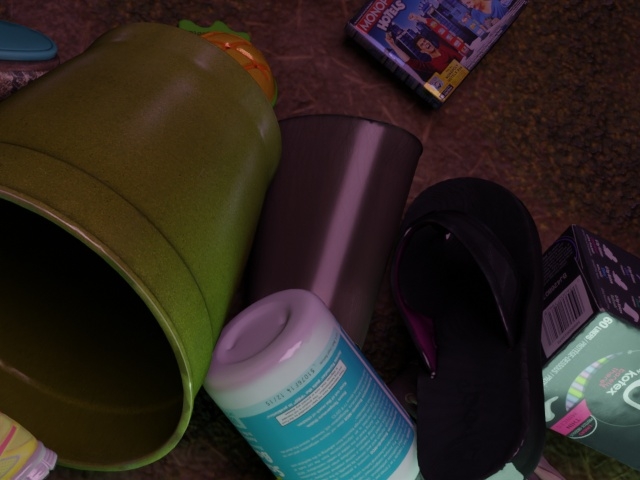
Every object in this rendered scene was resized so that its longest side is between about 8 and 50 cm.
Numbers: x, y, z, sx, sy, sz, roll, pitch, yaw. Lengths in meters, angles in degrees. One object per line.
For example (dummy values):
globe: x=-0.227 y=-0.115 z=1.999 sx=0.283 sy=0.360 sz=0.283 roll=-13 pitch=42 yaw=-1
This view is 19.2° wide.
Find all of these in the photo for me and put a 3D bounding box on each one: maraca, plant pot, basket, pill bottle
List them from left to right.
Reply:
plant pot: x=-0.214 y=-0.024 z=1.880 sx=0.366 sy=0.366 sz=0.353 roll=35 pitch=48 yaw=-2
maraca: x=-0.115 y=-0.188 z=2.106 sx=0.127 sy=0.099 sz=0.185 roll=3 pitch=41 yaw=-21
basket: x=0.000 y=0.000 z=2.025 sx=0.154 sy=0.204 sz=0.227 roll=26 pitch=67 yaw=-40
pill bottle: x=0.007 y=0.187 z=1.904 sx=0.146 sy=0.146 sz=0.264 roll=-50 pitch=117 yaw=-29

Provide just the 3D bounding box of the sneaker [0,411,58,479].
sneaker: x=-0.357 y=0.245 z=1.820 sx=0.208 sy=0.081 sz=0.094 roll=-42 pitch=100 yaw=-27

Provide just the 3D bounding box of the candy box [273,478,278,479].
candy box: x=-0.089 y=0.320 z=1.927 sx=0.206 sy=0.027 sz=0.105 roll=-22 pitch=73 yaw=-27

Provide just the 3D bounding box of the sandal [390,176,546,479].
sandal: x=0.145 y=0.067 z=1.946 sx=0.107 sy=0.167 sz=0.446 roll=47 pitch=24 yaw=-34

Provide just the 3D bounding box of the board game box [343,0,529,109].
board game box: x=0.114 y=-0.272 z=2.241 sx=0.194 sy=0.060 sz=0.194 roll=40 pitch=61 yaw=2

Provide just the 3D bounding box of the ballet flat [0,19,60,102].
ballet flat: x=-0.508 y=-0.187 z=1.907 sx=0.483 sy=0.182 sz=0.164 roll=15 pitch=18 yaw=-30

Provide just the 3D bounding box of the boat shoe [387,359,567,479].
boat shoe: x=0.183 y=0.276 z=2.000 sx=0.130 sy=0.132 sz=0.355 roll=-27 pitch=69 yaw=-17

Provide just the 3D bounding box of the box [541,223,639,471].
box: x=0.332 y=0.129 z=2.022 sx=0.270 sy=0.165 sz=0.143 roll=26 pitch=32 yaw=-26
